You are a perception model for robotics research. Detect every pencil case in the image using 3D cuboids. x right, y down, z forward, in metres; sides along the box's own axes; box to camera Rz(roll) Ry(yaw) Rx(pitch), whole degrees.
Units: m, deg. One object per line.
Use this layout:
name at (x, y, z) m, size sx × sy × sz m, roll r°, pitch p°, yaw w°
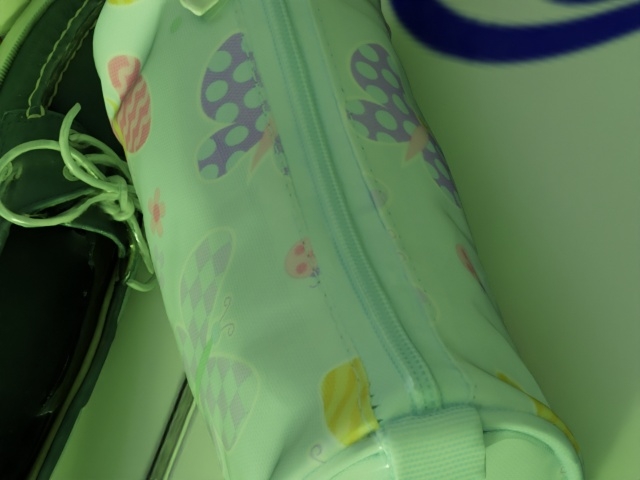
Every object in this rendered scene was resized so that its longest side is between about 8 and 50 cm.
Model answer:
pencil case at (0.000, 0.000, 0.694) m, size 0.124 × 0.113 × 0.273 m, roll 113°, pitch 149°, yaw -42°

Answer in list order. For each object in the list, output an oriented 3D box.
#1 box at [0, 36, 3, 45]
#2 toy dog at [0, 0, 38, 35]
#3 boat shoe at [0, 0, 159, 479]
box at (-0.202, -0.084, 1.065) m, size 0.081 × 0.028 × 0.136 m, roll -53°, pitch 41°, yaw 22°
toy dog at (-0.312, -0.080, 0.908) m, size 0.408 × 0.284 × 0.395 m, roll -42°, pitch 28°, yaw 22°
boat shoe at (-0.114, -0.003, 0.851) m, size 0.079 × 0.095 × 0.254 m, roll 4°, pitch 67°, yaw 49°
